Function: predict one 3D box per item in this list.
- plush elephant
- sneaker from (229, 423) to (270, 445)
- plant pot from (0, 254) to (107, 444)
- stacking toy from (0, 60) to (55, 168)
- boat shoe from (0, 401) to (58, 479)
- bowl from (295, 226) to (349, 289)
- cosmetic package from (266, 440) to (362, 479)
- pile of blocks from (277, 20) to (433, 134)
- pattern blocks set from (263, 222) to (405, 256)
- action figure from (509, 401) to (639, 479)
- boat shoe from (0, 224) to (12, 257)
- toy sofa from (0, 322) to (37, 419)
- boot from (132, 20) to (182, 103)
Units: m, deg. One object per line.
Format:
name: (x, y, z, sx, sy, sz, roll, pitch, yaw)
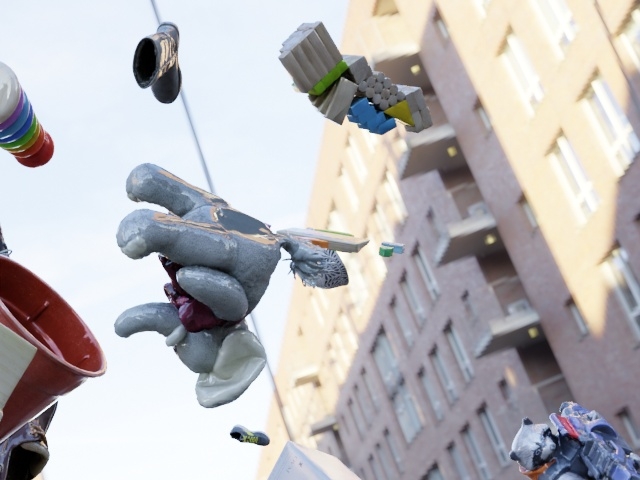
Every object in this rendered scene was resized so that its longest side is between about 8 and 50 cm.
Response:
plush elephant: (-0.175, 0.077, 1.574, 0.330, 0.272, 0.255, 20, -72, -21)
sneaker: (-0.138, 0.380, 2.106, 0.083, 0.031, 0.035, 13, 19, 19)
plant pot: (-0.541, 0.208, 1.795, 0.265, 0.272, 0.272, -43, -25, 5)
stacking toy: (-0.617, -0.236, 2.196, 0.141, 0.141, 0.330, -21, -16, 0)
boat shoe: (-0.545, 0.391, 1.999, 0.123, 0.342, 0.123, 0, -56, 19)
bowl: (-0.014, 0.059, 2.620, 0.080, 0.170, 0.170, -35, -18, -17)
cosmetic package: (-0.013, 0.525, 2.004, 0.138, 0.225, 0.224, 27, -89, -35)
pile of blocks: (0.048, -0.284, 2.094, 0.362, 0.149, 0.113, 27, -5, -33)
pattern blocks set: (0.000, 0.000, 2.215, 0.325, 0.026, 0.285, 10, 6, 21)
action figure: (0.430, 0.386, 1.649, 0.178, 0.330, 0.341, -57, -2, 8)
boat shoe: (-0.635, 0.020, 2.071, 0.095, 0.079, 0.254, -21, -19, -17)
toy sofa: (-0.554, 0.153, 1.429, 0.363, 0.177, 0.150, 7, -29, 43)
boot: (-0.325, -0.338, 2.196, 0.076, 0.208, 0.189, -1, -65, -1)
